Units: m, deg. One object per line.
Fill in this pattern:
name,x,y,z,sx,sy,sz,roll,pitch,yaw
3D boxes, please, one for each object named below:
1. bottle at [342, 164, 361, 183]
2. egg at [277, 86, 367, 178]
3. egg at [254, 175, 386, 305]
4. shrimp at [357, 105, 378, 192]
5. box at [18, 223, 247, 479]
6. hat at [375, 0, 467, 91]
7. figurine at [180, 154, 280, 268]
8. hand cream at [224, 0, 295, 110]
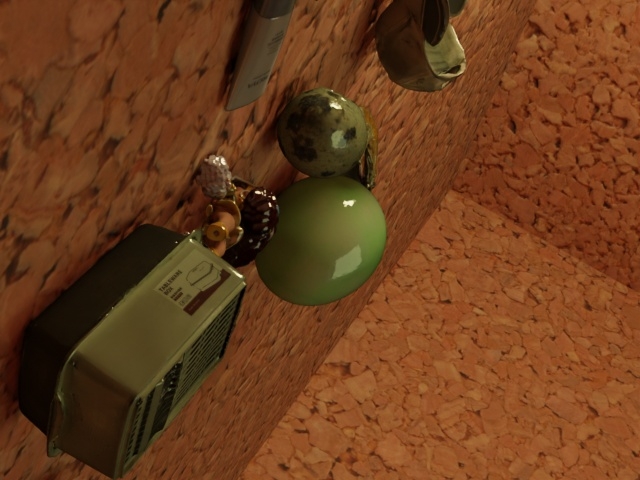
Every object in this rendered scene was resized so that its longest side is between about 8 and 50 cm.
bottle,0.005,-0.055,2.093,0.286,0.082,0.082,-54,168,-30
egg,0.002,-0.169,1.615,0.141,0.141,0.181,-60,169,1
egg,0.000,0.000,1.841,0.270,0.220,0.220,-50,166,-45
shrimp,0.085,-0.175,2.079,0.101,0.042,0.190,-15,102,-60
box,-0.231,0.130,1.274,0.290,0.166,0.220,-49,165,-45
hat,0.175,-0.398,1.821,0.232,0.161,0.275,-64,154,-60
figurine,-0.130,-0.024,1.464,0.175,0.115,0.240,-63,168,15
hand cream,-0.069,-0.263,1.287,0.079,0.048,0.255,-31,155,-39
